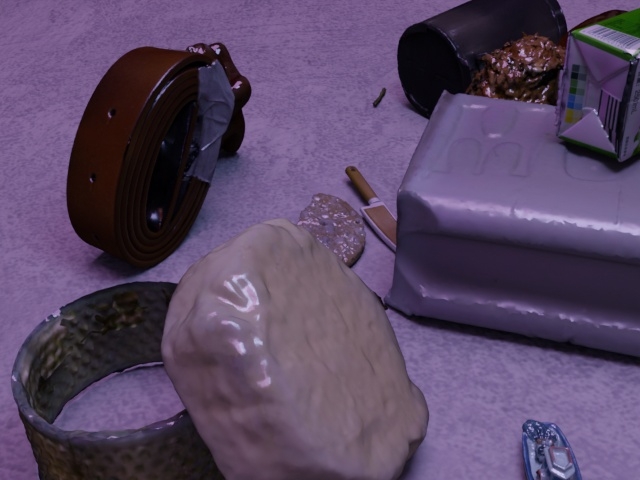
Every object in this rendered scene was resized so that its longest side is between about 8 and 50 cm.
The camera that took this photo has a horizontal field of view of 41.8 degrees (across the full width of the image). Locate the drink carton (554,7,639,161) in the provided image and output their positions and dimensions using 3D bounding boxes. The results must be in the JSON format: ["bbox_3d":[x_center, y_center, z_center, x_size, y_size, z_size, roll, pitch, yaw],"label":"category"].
[{"bbox_3d":[0.444,-0.217,1.112,0.271,0.161,0.108,-24,40,-28],"label":"drink carton"}]

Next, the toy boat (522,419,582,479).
[{"bbox_3d":[0.253,0.246,0.908,0.059,0.066,0.140,1,36,1],"label":"toy boat"}]

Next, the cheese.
[{"bbox_3d":[-0.016,0.134,0.895,0.115,0.326,0.318,-31,39,28],"label":"cheese"}]

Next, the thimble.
[{"bbox_3d":[-0.211,0.180,0.971,0.270,0.150,0.271,-3,35,2],"label":"thimble"}]

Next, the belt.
[{"bbox_3d":[-0.258,-0.133,1.286,0.122,0.339,0.217,21,4,30],"label":"belt"}]

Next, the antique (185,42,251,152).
[{"bbox_3d":[-0.211,-0.236,1.472,0.143,0.257,0.121,-21,66,-24],"label":"antique"}]

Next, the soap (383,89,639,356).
[{"bbox_3d":[0.338,-0.034,1.173,0.434,0.213,0.350,12,37,19],"label":"soap"}]

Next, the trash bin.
[{"bbox_3d":[0.316,-0.376,1.667,0.301,0.203,0.252,-29,24,-30],"label":"trash bin"}]

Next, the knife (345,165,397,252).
[{"bbox_3d":[0.088,-0.048,1.375,0.046,0.022,0.256,-10,40,-19],"label":"knife"}]

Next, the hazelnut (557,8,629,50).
[{"bbox_3d":[0.562,-0.340,1.586,0.251,0.217,0.217,-1,35,5],"label":"hazelnut"}]

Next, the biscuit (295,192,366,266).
[{"bbox_3d":[0.001,0.003,1.304,0.133,0.032,0.250,15,39,23],"label":"biscuit"}]

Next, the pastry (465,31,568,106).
[{"bbox_3d":[0.344,-0.219,1.419,0.193,0.275,0.274,42,52,18],"label":"pastry"}]

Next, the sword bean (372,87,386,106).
[{"bbox_3d":[0.124,-0.297,1.734,0.012,0.012,0.083,9,35,17],"label":"sword bean"}]
